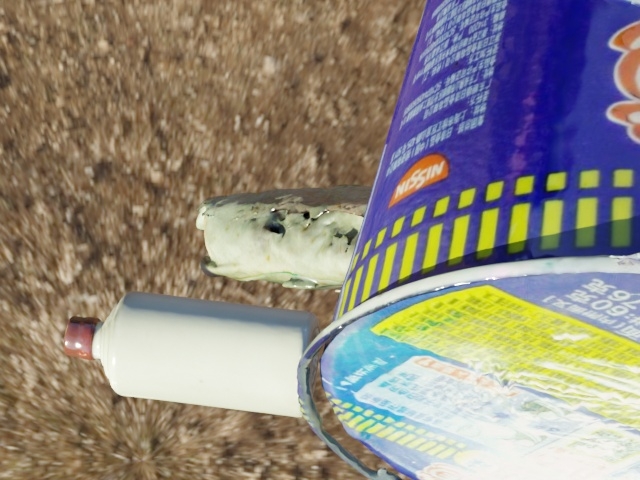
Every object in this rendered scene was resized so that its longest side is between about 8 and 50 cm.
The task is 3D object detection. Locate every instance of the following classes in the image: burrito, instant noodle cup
[{"bbox_3d":[0.002,-0.003,0.920,0.096,0.309,0.066,-19,104,-33],"label":"burrito"},{"bbox_3d":[0.148,-0.050,0.651,0.284,0.284,0.312,12,59,-5],"label":"instant noodle cup"}]

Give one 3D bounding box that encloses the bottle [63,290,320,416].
[{"bbox_3d":[-0.127,0.107,1.357,0.245,0.104,0.104,6,80,8],"label":"bottle"}]
